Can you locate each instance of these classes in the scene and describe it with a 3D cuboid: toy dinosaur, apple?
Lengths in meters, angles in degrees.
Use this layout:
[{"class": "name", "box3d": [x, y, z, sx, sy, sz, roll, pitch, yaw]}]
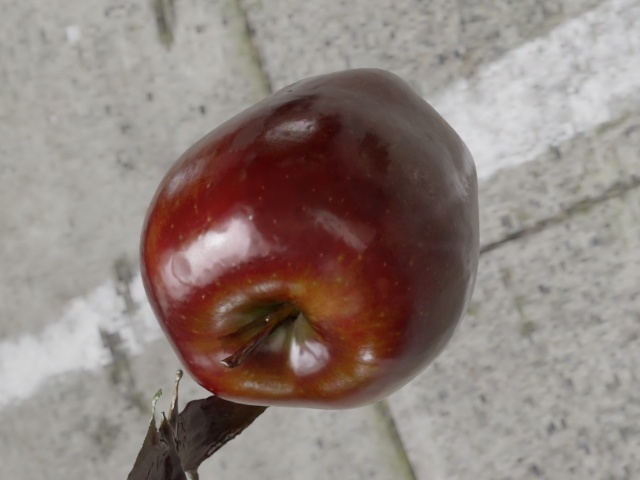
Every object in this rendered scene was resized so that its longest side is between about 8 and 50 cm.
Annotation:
[{"class": "toy dinosaur", "box3d": [-0.119, 0.229, 1.703, 0.113, 0.327, 0.206, 2, 85, 13]}, {"class": "apple", "box3d": [0.000, 0.000, 1.532, 0.288, 0.317, 0.288, 11, 126, 16]}]
